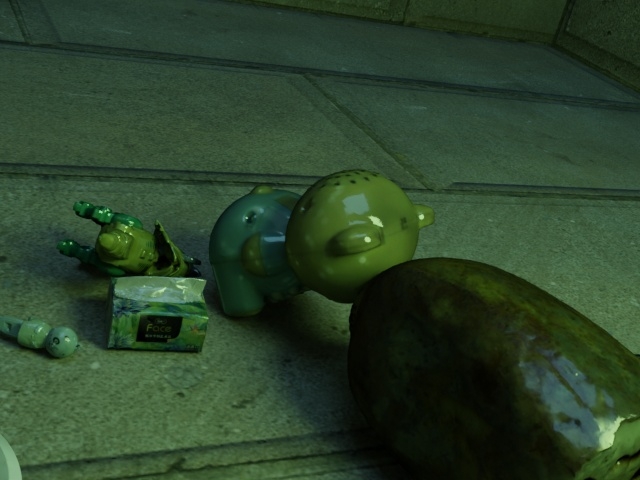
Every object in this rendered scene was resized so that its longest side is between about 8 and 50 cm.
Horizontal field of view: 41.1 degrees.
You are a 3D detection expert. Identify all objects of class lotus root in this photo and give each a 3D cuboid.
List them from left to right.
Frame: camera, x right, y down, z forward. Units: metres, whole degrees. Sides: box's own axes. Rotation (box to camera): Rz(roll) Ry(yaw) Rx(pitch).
[{"bbox_3d":[0.175,0.152,0.873,0.250,0.251,0.346,-8,32,-38],"label":"lotus root"}]

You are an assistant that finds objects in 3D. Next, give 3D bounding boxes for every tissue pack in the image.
[{"bbox_3d":[-0.190,0.077,0.998,0.111,0.079,0.085,5,28,-19],"label":"tissue pack"}]

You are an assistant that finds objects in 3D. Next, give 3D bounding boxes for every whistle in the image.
[{"bbox_3d":[-0.309,0.104,0.937,0.100,0.035,0.035,16,26,6],"label":"whistle"}]

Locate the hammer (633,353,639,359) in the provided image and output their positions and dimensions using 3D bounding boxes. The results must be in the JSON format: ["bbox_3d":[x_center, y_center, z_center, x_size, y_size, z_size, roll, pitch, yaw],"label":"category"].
[{"bbox_3d":[0.465,0.193,1.132,0.062,0.013,0.199,3,14,-21],"label":"hammer"}]

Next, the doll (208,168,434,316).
[{"bbox_3d":[0.000,0.000,1.054,0.260,0.162,0.177,-7,7,40],"label":"doll"}]

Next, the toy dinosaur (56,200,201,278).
[{"bbox_3d":[-0.246,0.006,1.038,0.153,0.094,0.259,17,-5,12],"label":"toy dinosaur"}]

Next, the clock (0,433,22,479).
[{"bbox_3d":[-0.347,0.214,0.648,0.230,0.083,0.230,13,27,-7],"label":"clock"}]
